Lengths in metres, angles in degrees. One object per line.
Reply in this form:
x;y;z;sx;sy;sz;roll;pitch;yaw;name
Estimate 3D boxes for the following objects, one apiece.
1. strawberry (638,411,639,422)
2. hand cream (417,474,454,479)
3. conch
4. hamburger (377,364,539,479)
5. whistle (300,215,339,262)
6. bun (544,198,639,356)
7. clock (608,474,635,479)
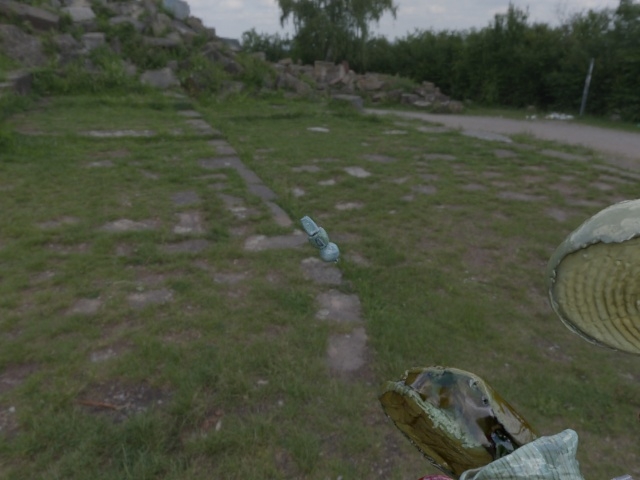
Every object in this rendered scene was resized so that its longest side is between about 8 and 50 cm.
0.420;0.201;0.494;0.188;0.082;0.121;6;8;-31;strawberry
0.440;0.978;1.724;0.230;0.230;0.149;3;34;9;hand cream
0.291;0.308;0.600;0.234;0.137;0.114;36;13;-51;conch
0.254;0.336;0.865;0.134;0.285;0.265;-42;7;-22;hamburger
0.000;0.000;0.816;0.035;0.100;0.035;-34;16;11;whistle
0.655;0.063;0.954;0.364;0.364;0.202;9;41;23;bun
0.841;0.758;1.125;0.166;0.235;0.309;3;5;-29;clock
